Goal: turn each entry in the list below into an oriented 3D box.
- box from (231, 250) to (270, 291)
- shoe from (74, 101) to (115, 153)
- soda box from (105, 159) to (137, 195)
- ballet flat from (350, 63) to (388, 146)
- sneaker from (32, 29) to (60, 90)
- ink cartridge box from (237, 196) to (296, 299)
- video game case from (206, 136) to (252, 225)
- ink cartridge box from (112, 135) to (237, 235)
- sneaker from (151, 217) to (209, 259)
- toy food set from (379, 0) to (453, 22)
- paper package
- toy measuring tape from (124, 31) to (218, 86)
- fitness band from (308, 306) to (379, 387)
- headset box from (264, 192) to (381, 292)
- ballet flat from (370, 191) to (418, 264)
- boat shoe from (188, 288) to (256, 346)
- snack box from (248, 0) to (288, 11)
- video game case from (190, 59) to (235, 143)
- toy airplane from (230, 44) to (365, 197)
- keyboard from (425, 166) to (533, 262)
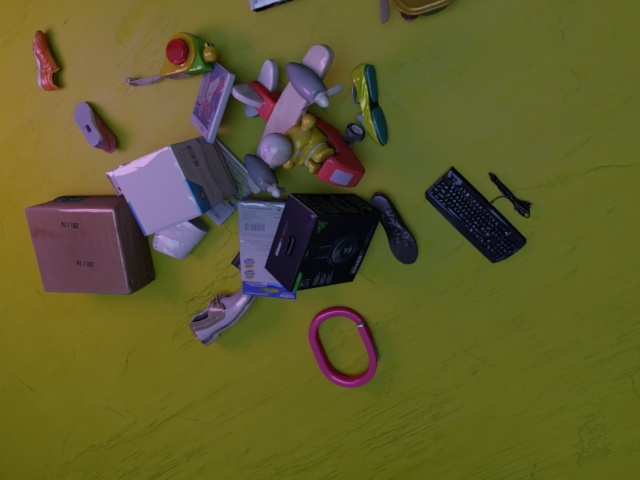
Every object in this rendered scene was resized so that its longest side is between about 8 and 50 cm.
[{"bbox_3d":[-0.160,0.032,1.585,0.159,0.044,0.233,38,111,-4],"label":"box"},{"bbox_3d":[-0.709,-0.352,1.551,0.063,0.081,0.178,-35,70,7],"label":"shoe"},{"bbox_3d":[-0.547,-0.203,1.486,0.069,0.216,0.074,-22,103,17],"label":"soda box"},{"bbox_3d":[0.132,-0.376,1.385,0.077,0.077,0.231,-4,106,34],"label":"ballet flat"},{"bbox_3d":[-0.839,-0.553,1.516,0.067,0.064,0.175,-3,114,-9],"label":"sneaker"},{"bbox_3d":[-0.155,0.025,1.525,0.185,0.065,0.311,4,107,9],"label":"ink cartridge box"},{"bbox_3d":[-0.333,-0.193,1.553,0.227,0.026,0.206,45,110,-5],"label":"video game case"},{"bbox_3d":[-0.403,-0.168,1.416,0.197,0.270,0.198,-19,103,18],"label":"ink cartridge box"},{"bbox_3d":[-0.526,-0.058,1.587,0.292,0.108,0.169,38,109,-7],"label":"sneaker"},{"bbox_3d":[0.257,-0.633,1.276,0.217,0.071,0.128,-12,82,12],"label":"toy food set"},{"bbox_3d":[-0.750,0.010,1.625,0.324,0.168,0.310,0,107,11],"label":"paper package"},{"bbox_3d":[-0.435,-0.527,1.423,0.330,0.121,0.121,-2,109,25],"label":"toy measuring tape"},{"bbox_3d":[0.077,0.360,1.649,0.209,0.054,0.291,-17,103,16],"label":"fitness band"},{"bbox_3d":[0.000,0.000,1.403,0.131,0.283,0.246,41,120,37],"label":"headset box"},{"bbox_3d":[0.224,-0.039,1.490,0.084,0.058,0.250,-26,107,21],"label":"ballet flat"},{"bbox_3d":[-0.331,0.238,1.652,0.103,0.113,0.302,43,112,-11],"label":"boat shoe"},{"bbox_3d":[-0.055,-0.747,1.292,0.321,0.060,0.187,-11,107,14],"label":"snack box"},{"bbox_3d":[-0.314,-0.404,1.410,0.023,0.183,0.201,8,116,-37],"label":"video game case"},{"bbox_3d":[-0.094,-0.302,1.335,0.384,0.272,0.386,1,122,29],"label":"toy airplane"},{"bbox_3d":[0.480,-0.091,1.432,0.317,0.033,0.201,42,110,-6],"label":"keyboard"}]
